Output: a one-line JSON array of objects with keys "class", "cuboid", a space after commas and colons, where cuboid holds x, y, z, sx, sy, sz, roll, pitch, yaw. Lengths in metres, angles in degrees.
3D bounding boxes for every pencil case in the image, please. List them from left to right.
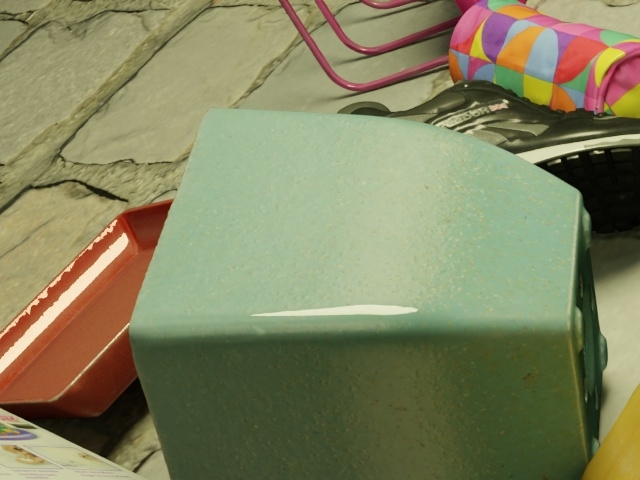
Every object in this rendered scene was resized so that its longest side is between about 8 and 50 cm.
[{"class": "pencil case", "cuboid": [0.197, -0.128, 1.562, 0.104, 0.104, 0.236, -38, 32, -13]}]

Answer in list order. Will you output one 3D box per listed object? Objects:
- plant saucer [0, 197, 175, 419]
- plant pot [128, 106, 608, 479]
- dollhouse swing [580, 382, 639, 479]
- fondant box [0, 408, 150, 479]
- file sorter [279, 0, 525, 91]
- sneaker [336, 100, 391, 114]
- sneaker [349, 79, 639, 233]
[{"class": "plant saucer", "cuboid": [-0.174, 0.061, 1.611, 0.259, 0.047, 0.258, -47, 19, -28]}, {"class": "plant pot", "cuboid": [0.050, 0.069, 1.252, 0.252, 0.247, 0.248, -4, 36, 13]}, {"class": "dollhouse swing", "cuboid": [0.355, 0.118, 1.066, 0.315, 0.305, 0.347, 7, 22, -19]}, {"class": "fondant box", "cuboid": [-0.265, 0.173, 1.312, 0.330, 0.238, 0.096, 20, 97, 39]}, {"class": "file sorter", "cuboid": [0.078, -0.305, 1.840, 0.182, 0.202, 0.290, -17, 32, 30]}, {"class": "sneaker", "cuboid": [0.000, 0.000, 1.538, 0.106, 0.101, 0.267, 23, 67, 37]}, {"class": "sneaker", "cuboid": [0.145, -0.074, 1.427, 0.283, 0.107, 0.124, -8, 56, 3]}]
